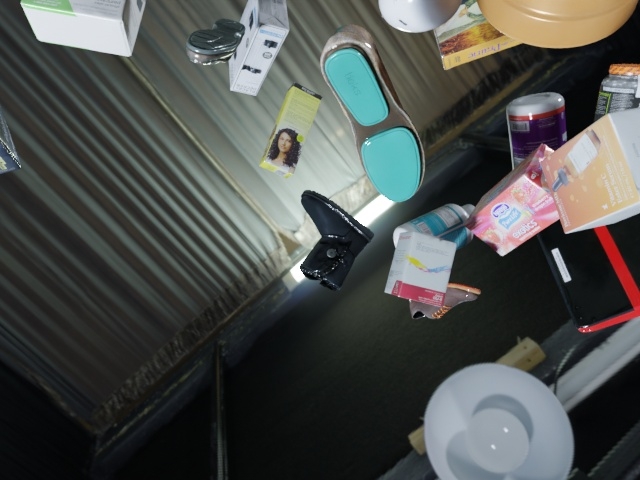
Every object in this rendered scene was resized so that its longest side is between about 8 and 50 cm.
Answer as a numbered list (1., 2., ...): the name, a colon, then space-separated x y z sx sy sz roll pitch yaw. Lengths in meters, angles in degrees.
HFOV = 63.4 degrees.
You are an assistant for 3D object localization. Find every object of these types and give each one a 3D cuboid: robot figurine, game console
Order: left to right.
1. robot figurine: 0.190 -0.556 1.014 0.209 0.277 0.173 -3 -173 17
2. game console: 0.786 0.016 1.380 0.342 0.060 0.386 -31 -130 31

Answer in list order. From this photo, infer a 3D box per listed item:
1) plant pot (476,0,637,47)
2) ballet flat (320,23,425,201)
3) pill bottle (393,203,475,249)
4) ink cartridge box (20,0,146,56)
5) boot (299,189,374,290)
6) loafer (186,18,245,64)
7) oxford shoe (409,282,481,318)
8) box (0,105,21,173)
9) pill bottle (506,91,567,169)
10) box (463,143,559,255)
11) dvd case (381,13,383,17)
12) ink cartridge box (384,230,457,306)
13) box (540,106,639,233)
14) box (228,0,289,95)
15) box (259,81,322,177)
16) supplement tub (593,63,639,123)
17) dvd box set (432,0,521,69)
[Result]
1. plant pot: 0.428 -0.515 0.889 0.291 0.291 0.203 -43 158 -11
2. ballet flat: 0.095 -0.201 0.826 0.108 0.316 0.106 -12 -135 17
3. pill bottle: 0.373 -0.024 1.625 0.264 0.146 0.146 -23 -166 -16
4. ink cartridge box: -0.489 -0.557 1.119 0.114 0.199 0.272 115 -19 -68
5. boot: 0.000 0.000 1.444 0.207 0.247 0.094 -53 177 -16
6. loafer: -0.236 -0.442 1.201 0.267 0.096 0.084 -72 -179 -55
7. oxford shoe: 0.360 0.182 1.509 0.271 0.097 0.098 -25 -127 61
8. box: -0.730 -0.283 1.114 0.059 0.232 0.183 -21 171 -18
9. pill bottle: 0.749 -0.330 1.781 0.182 0.322 0.181 -13 -157 6
10. box: 0.552 -0.103 1.423 0.142 0.154 0.300 -49 177 -29
11. dvd case: 0.218 -0.719 1.518 0.087 0.013 0.119 -46 170 -9
12. ink cartridge box: 0.266 0.073 1.382 0.128 0.128 0.176 176 -72 -81
13. box: 0.426 -0.098 0.762 0.091 0.130 0.170 -12 167 -11
14. box: -0.191 -0.590 1.538 0.290 0.087 0.169 137 -48 -56
15. box: -0.076 -0.285 1.344 0.058 0.088 0.232 -13 -123 68
16. supplement tub: 0.735 -0.326 1.257 0.117 0.190 0.117 -1 -156 0
17. dvd box set: 0.467 -0.620 1.251 0.421 0.307 0.062 -15 162 16
